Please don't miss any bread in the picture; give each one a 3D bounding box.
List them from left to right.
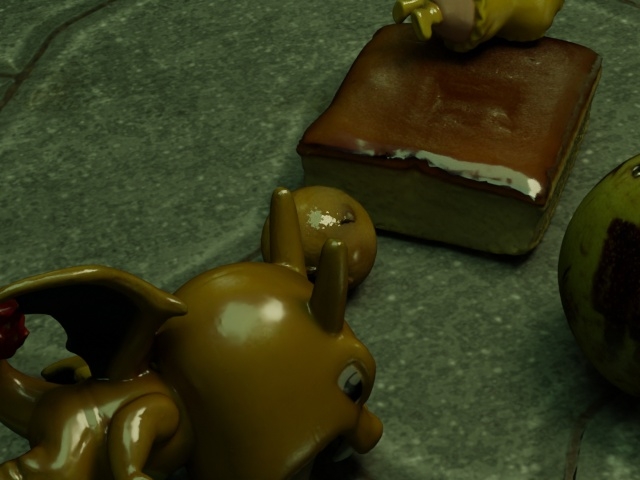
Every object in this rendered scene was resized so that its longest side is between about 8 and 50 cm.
[{"bbox_3d":[0.172,-0.141,1.758,0.323,0.143,0.333,11,43,17],"label":"bread"}]

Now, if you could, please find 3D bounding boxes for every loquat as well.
[{"bbox_3d":[0.000,0.000,1.620,0.141,0.141,0.141,-3,40,3],"label":"loquat"}]

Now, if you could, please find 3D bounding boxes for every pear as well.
[{"bbox_3d":[0.385,0.037,1.429,0.283,0.284,0.284,-3,40,3],"label":"pear"}]

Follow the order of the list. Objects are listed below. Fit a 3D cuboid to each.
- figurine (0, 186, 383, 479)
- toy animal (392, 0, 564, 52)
[{"bbox_3d":[-0.145,0.141,1.319,0.387,0.401,0.268,-23,62,-11],"label":"figurine"},{"bbox_3d":[0.207,-0.318,1.753,0.229,0.156,0.156,-25,44,-20],"label":"toy animal"}]
